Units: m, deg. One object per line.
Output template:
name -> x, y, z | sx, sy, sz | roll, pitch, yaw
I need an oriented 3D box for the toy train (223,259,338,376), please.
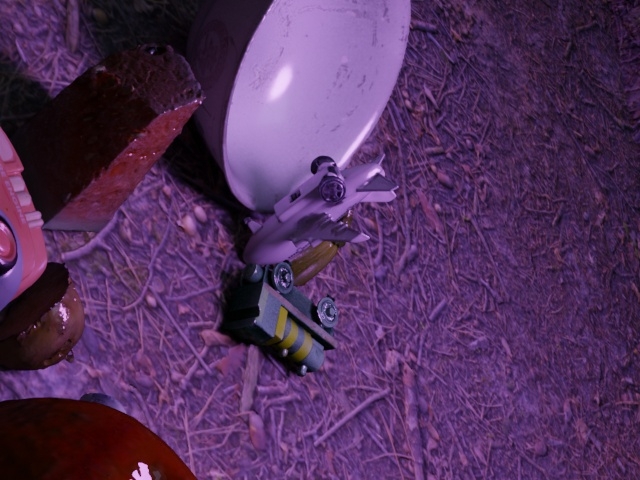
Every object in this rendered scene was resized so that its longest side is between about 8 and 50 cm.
toy train -> -0.052, 0.116, 2.221 | 0.200, 0.083, 0.132 | 39, 51, -37

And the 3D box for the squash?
squash -> -0.001, 0.001, 2.315 | 0.105, 0.132, 0.105 | 37, 39, -39

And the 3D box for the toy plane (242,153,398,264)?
toy plane -> -0.010, -0.047, 2.231 | 0.101, 0.255, 0.251 | 57, 7, -26

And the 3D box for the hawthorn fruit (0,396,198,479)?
hawthorn fruit -> -0.256, 0.327, 1.471 | 0.403, 0.403, 0.403 | 35, 43, -41

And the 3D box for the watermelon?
watermelon -> -0.260, -0.150, 1.903 | 0.140, 0.257, 0.193 | 6, 57, -56

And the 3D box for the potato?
potato -> -0.312, 0.097, 1.816 | 0.089, 0.100, 0.172 | 59, 28, -21

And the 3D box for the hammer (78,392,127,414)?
hammer -> -0.237, 0.278, 1.841 | 0.194, 0.069, 0.116 | 52, 33, -31

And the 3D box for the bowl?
bowl -> -0.070, -0.275, 2.267 | 0.196, 0.435, 0.435 | 30, 18, 27

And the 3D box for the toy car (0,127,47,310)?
toy car -> -0.410, -0.039, 1.688 | 0.270, 0.180, 0.212 | 66, 20, -2
